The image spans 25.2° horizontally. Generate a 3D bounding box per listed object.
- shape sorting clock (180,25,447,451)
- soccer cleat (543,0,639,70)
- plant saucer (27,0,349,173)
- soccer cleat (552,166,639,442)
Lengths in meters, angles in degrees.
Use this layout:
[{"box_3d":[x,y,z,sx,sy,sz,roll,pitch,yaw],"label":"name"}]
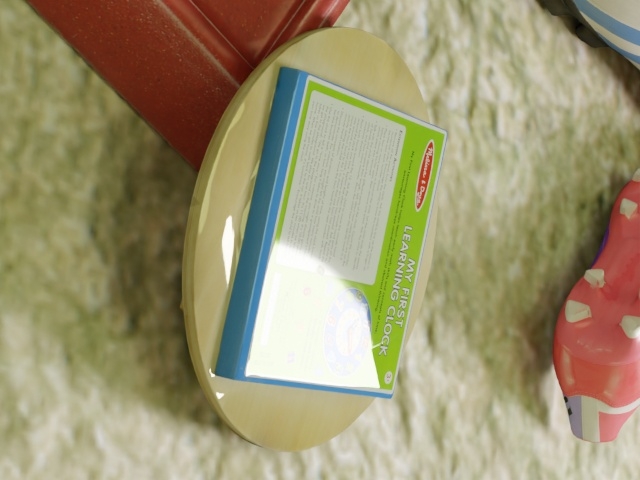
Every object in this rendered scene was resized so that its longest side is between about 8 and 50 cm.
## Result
[{"box_3d":[0.000,0.000,0.693,0.206,0.040,0.206,-15,110,-50],"label":"shape sorting clock"},{"box_3d":[0.284,-0.131,0.955,0.331,0.143,0.116,28,64,-40],"label":"soccer cleat"},{"box_3d":[-0.049,-0.203,0.660,0.259,0.048,0.258,46,65,-31],"label":"plant saucer"},{"box_3d":[0.214,0.027,0.917,0.248,0.083,0.095,-46,145,-45],"label":"soccer cleat"}]
